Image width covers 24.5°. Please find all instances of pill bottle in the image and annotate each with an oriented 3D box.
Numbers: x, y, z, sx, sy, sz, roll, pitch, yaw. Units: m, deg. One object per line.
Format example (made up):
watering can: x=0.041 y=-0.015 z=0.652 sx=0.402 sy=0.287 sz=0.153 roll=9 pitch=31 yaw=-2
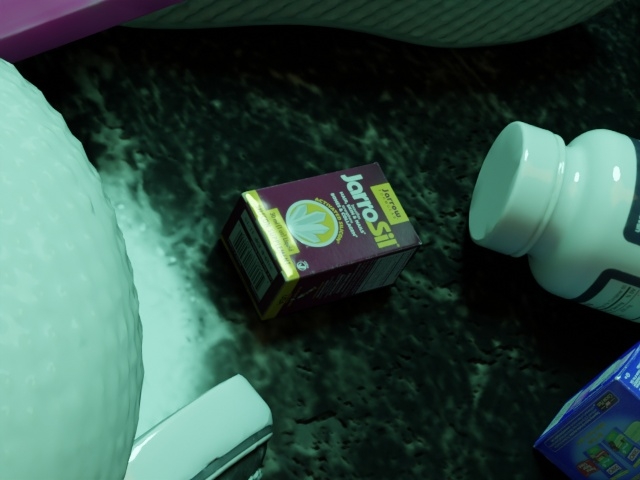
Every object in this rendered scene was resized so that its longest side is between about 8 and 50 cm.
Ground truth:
pill bottle: x=0.170 y=-0.005 z=0.796 sx=0.169 sy=0.094 sz=0.094 roll=19 pitch=54 yaw=-12

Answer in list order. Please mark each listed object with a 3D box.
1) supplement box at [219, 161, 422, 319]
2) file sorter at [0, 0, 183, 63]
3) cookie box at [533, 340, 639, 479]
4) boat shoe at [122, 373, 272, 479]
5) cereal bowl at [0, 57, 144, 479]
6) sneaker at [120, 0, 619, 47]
supplement box: x=0.000 y=0.000 z=0.751 sx=0.083 sy=0.043 sz=0.055 roll=-15 pitch=65 yaw=-31
file sorter: x=-0.177 y=-0.250 z=0.693 sx=0.202 sy=0.182 sz=0.290 roll=-16 pitch=57 yaw=19
cookie box: x=0.173 y=0.109 z=0.726 sx=0.107 sy=0.092 sz=0.040 roll=42 pitch=56 yaw=5
boat shoe: x=-0.101 y=0.175 z=0.558 sx=0.102 sy=0.108 sz=0.301 roll=44 pitch=52 yaw=2
cereal bowl: x=-0.232 y=0.020 z=0.514 sx=0.339 sy=0.141 sz=0.339 roll=1 pitch=51 yaw=-1
sneaker: x=0.021 y=-0.206 z=0.836 sx=0.366 sy=0.135 sz=0.150 roll=1 pitch=63 yaw=-24
